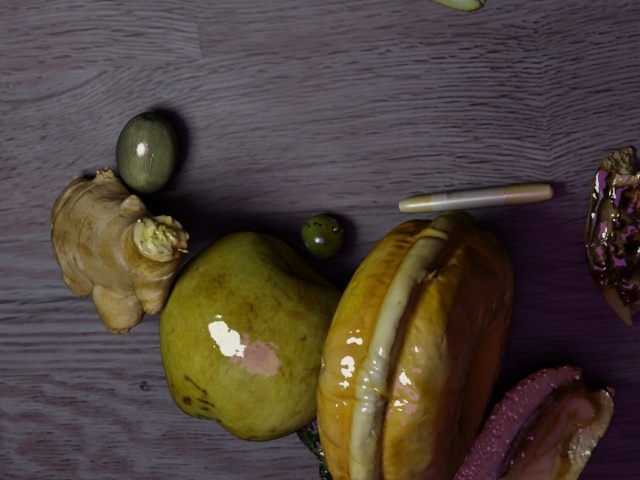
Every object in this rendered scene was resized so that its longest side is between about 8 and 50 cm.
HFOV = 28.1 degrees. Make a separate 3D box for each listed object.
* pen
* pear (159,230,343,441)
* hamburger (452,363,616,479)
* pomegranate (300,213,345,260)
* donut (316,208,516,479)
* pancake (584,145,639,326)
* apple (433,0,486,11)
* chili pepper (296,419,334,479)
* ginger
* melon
[{"bbox_3d":[0.231,-0.064,1.906,0.233,0.040,0.032,-4,107,18],"label":"pen"},{"bbox_3d":[-0.098,0.152,1.906,0.304,0.304,0.304,4,109,10],"label":"pear"},{"bbox_3d":[0.300,0.347,1.949,0.162,0.209,0.330,32,76,9],"label":"hamburger"},{"bbox_3d":[0.003,0.002,1.957,0.073,0.073,0.084,17,129,5],"label":"pomegranate"},{"bbox_3d":[0.136,0.169,1.790,0.198,0.449,0.449,14,111,20],"label":"donut"},{"bbox_3d":[0.462,-0.019,1.862,0.212,0.056,0.257,36,106,-8],"label":"pancake"},{"bbox_3d":[0.127,-0.476,1.709,0.254,0.179,0.346,-33,108,30],"label":"apple"},{"bbox_3d":[0.058,0.355,2.053,0.148,0.116,0.265,-22,104,6],"label":"chili pepper"},{"bbox_3d":[-0.310,0.031,1.891,0.166,0.375,0.236,17,100,-21],"label":"ginger"},{"bbox_3d":[-0.263,-0.132,1.946,0.098,0.098,0.131,11,115,8],"label":"melon"}]
